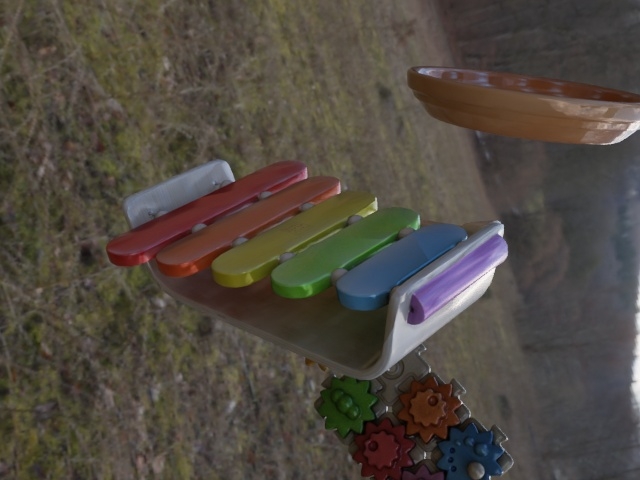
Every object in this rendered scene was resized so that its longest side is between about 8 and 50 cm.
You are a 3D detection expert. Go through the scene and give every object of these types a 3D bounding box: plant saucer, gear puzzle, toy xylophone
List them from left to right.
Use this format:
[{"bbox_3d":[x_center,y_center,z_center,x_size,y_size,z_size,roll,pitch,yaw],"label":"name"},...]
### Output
[{"bbox_3d":[0.000,0.000,0.621,0.236,0.322,0.081,-36,127,-44],"label":"toy xylophone"},{"bbox_3d":[0.086,0.211,1.036,0.339,0.175,0.044,48,0,29],"label":"gear puzzle"},{"bbox_3d":[0.168,-0.112,0.642,0.200,0.200,0.037,-61,160,-72],"label":"plant saucer"}]
